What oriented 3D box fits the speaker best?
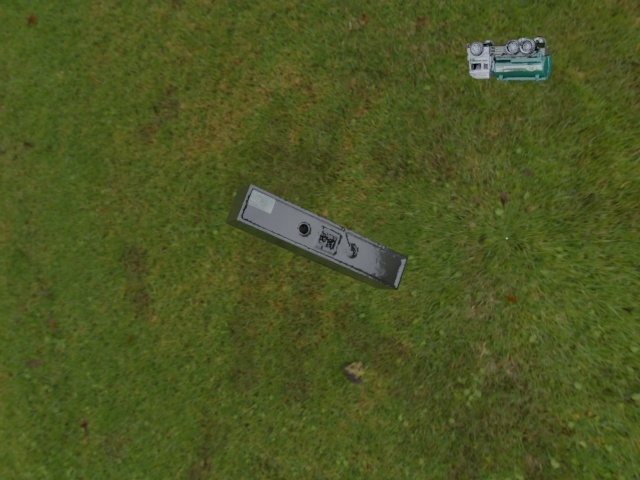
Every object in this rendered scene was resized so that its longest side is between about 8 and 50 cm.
[{"bbox_3d":[0.000,0.000,0.593,0.191,0.046,0.040,25,77,-23],"label":"speaker"}]

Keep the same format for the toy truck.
[{"bbox_3d":[0.192,-0.184,0.585,0.083,0.039,0.044,10,115,36],"label":"toy truck"}]
